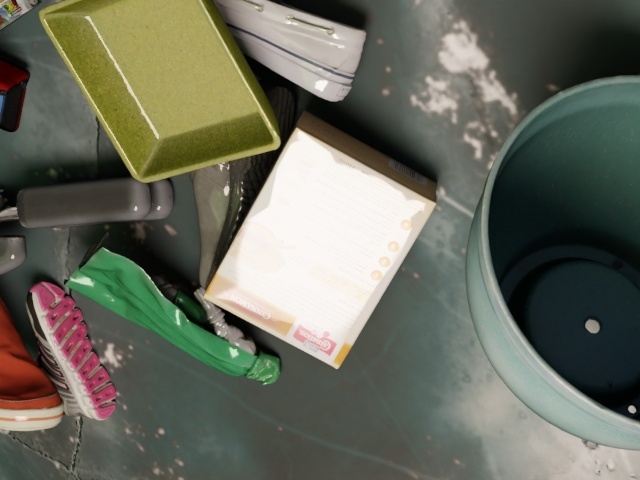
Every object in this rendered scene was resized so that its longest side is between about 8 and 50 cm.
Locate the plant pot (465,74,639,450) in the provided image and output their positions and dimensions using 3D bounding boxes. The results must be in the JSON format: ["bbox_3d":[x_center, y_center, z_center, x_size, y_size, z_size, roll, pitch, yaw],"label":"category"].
[{"bbox_3d":[0.241,0.044,1.259,0.293,0.293,0.196,40,154,7],"label":"plant pot"}]

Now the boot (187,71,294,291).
[{"bbox_3d":[-0.115,-0.078,1.523,0.161,0.083,0.246,30,125,27],"label":"boot"}]

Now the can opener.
[{"bbox_3d":[-0.275,-0.020,1.633,0.280,0.074,0.093,-9,89,31],"label":"can opener"}]

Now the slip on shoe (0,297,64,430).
[{"bbox_3d":[-0.384,0.092,1.694,0.331,0.123,0.101,42,122,36],"label":"slip on shoe"}]

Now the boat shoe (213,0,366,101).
[{"bbox_3d":[-0.060,-0.207,1.419,0.226,0.083,0.075,28,105,9],"label":"boat shoe"}]

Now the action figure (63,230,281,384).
[{"bbox_3d":[-0.138,0.077,1.589,0.232,0.063,0.137,35,158,-13],"label":"action figure"}]

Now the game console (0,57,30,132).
[{"bbox_3d":[-0.377,-0.159,1.591,0.144,0.124,0.085,24,109,0],"label":"game console"}]

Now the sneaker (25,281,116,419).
[{"bbox_3d":[-0.291,0.127,1.729,0.075,0.063,0.170,-12,113,28],"label":"sneaker"}]

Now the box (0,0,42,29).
[{"bbox_3d":[-0.355,-0.248,1.592,0.137,0.027,0.094,-24,103,37],"label":"box"}]

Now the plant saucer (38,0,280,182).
[{"bbox_3d":[-0.135,-0.154,1.401,0.188,0.045,0.188,-11,116,41],"label":"plant saucer"}]

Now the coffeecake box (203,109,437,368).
[{"bbox_3d":[0.000,0.000,1.434,0.142,0.068,0.185,29,109,-4],"label":"coffeecake box"}]
